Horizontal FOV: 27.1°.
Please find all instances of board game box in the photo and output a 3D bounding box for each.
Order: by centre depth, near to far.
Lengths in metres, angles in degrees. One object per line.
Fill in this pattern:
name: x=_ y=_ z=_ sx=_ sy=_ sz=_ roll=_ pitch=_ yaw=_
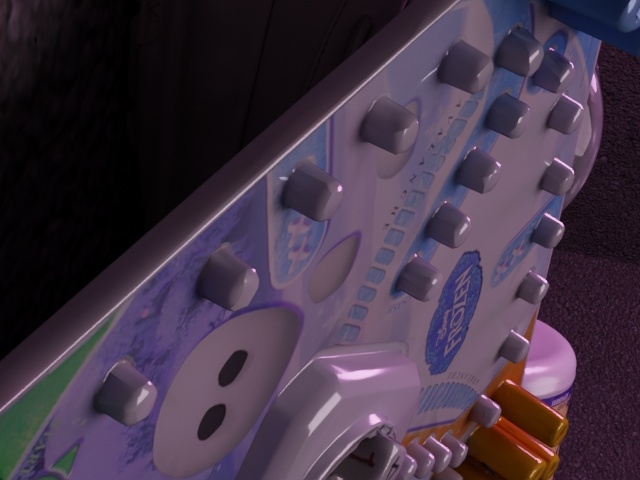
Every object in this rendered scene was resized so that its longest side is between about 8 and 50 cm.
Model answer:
board game box: x=0.004 y=0.103 z=0.506 sx=0.390 sy=0.050 sz=0.390 roll=-44 pitch=153 yaw=-31

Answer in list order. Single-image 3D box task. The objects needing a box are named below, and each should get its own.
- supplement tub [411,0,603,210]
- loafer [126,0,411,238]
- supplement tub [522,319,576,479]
supplement tub: x=0.117 y=-0.104 z=1.013 sx=0.316 sy=0.194 sz=0.193 roll=-47 pitch=148 yaw=-73
loafer: x=-0.019 y=0.014 z=0.546 sx=0.112 sy=0.111 sz=0.319 roll=-66 pitch=164 yaw=-56
supplement tub: x=0.160 y=0.259 z=1.593 sx=0.241 sy=0.241 sz=0.331 roll=-54 pitch=153 yaw=-70
